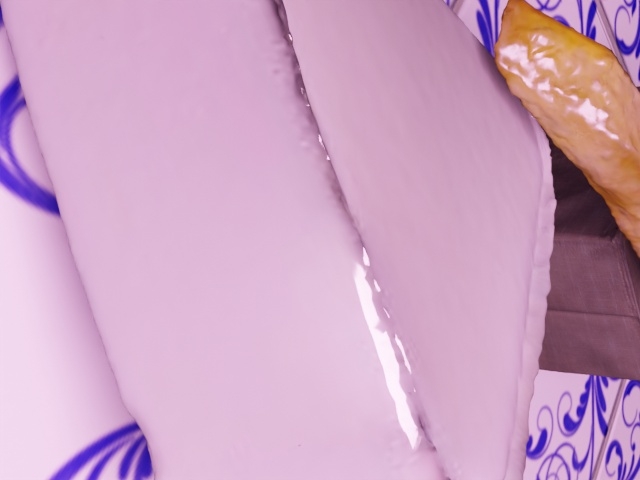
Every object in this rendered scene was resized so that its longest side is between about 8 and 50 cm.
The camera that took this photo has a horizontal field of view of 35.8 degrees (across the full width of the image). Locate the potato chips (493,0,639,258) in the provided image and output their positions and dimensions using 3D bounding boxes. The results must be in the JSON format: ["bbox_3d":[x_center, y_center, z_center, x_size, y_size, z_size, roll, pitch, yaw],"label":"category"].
[{"bbox_3d":[0.227,-0.005,0.656,0.407,0.080,0.057,45,67,-40],"label":"potato chips"}]

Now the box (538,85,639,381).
[{"bbox_3d":[0.239,-0.011,0.846,0.231,0.149,0.155,-50,128,-37],"label":"box"}]

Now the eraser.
[{"bbox_3d":[0.000,0.000,0.487,0.331,0.150,0.331,39,40,-43],"label":"eraser"}]
